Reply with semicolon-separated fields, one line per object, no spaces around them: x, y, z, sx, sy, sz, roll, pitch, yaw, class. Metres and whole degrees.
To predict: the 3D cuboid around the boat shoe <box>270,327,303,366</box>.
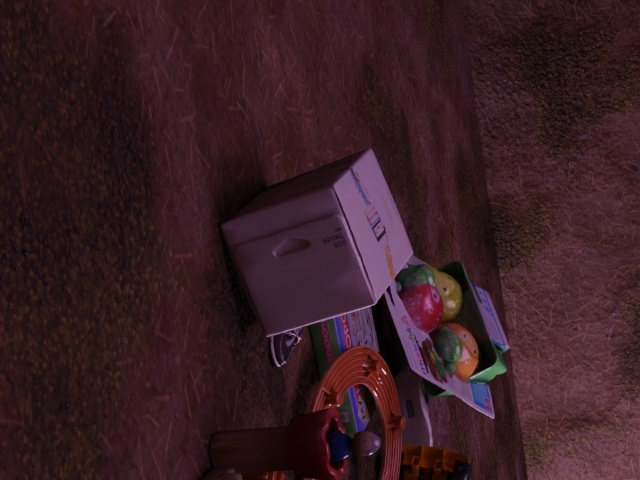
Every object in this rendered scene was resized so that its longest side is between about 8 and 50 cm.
-0.043;0.126;1.863;0.125;0.038;0.046;-77;154;-49;boat shoe

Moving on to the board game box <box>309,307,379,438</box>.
0.036;0.133;2.107;0.213;0.046;0.317;-48;129;-69;board game box

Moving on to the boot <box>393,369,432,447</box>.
0.181;0.340;2.449;0.086;0.069;0.190;40;43;-62;boot

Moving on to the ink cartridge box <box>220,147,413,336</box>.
0.000;0.000;1.787;0.168;0.171;0.233;68;20;-9;ink cartridge box

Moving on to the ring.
0.061;0.328;2.005;0.336;0.032;0.336;-6;96;-62;ring

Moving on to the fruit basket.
0.209;0.137;2.409;0.353;0.165;0.327;42;26;-54;fruit basket

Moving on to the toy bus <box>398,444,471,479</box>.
0.167;0.486;2.259;0.220;0.149;0.211;-55;152;-64;toy bus

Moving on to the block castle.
-0.011;0.448;1.531;0.303;0.213;0.453;64;26;-47;block castle
